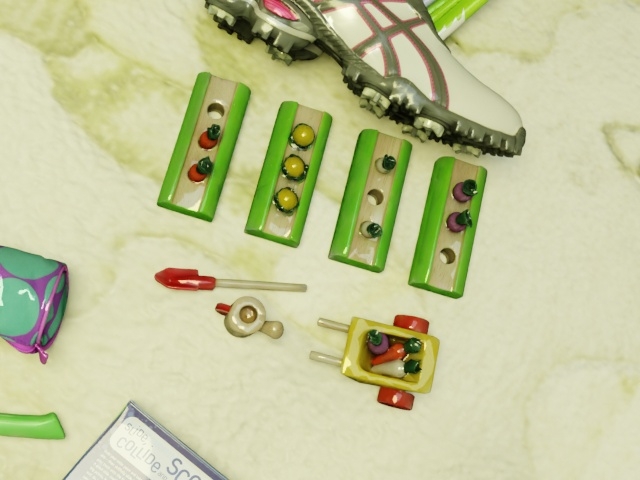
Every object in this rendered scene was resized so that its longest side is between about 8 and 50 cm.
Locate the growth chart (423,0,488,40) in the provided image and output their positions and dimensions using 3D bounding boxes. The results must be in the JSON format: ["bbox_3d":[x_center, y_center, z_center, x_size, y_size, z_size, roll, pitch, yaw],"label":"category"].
[{"bbox_3d":[0.026,-0.243,0.650,0.237,0.021,0.172,43,87,-6],"label":"growth chart"}]

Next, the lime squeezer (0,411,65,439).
[{"bbox_3d":[-0.329,0.139,0.489,0.310,0.059,0.110,-24,115,-19],"label":"lime squeezer"}]

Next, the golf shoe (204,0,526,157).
[{"bbox_3d":[0.048,-0.157,0.594,0.273,0.105,0.120,30,92,-5],"label":"golf shoe"}]

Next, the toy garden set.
[{"bbox_3d":[0.000,0.000,0.593,0.244,0.049,0.203,17,74,-10],"label":"toy garden set"}]

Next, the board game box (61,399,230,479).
[{"bbox_3d":[-0.093,0.221,0.529,0.201,0.035,0.136,41,72,-3],"label":"board game box"}]

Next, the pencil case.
[{"bbox_3d":[-0.243,0.029,0.519,0.152,0.064,0.070,14,59,-10],"label":"pencil case"}]
